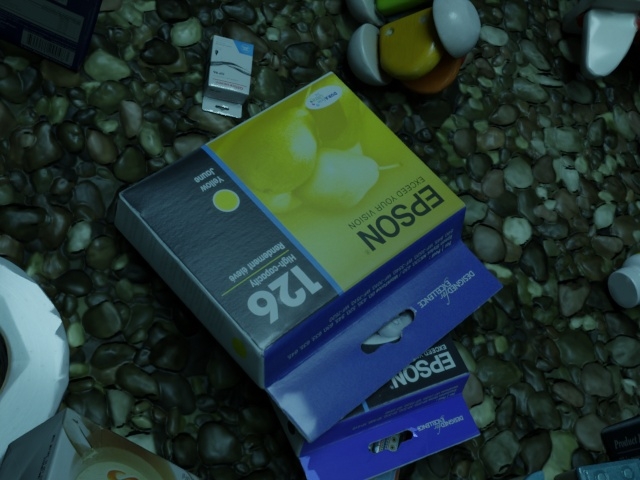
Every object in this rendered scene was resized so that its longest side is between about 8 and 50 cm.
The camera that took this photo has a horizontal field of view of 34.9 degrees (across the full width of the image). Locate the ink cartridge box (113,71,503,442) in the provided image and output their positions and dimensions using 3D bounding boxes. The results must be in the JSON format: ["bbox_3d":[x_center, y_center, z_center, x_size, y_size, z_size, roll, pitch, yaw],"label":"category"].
[{"bbox_3d":[0.000,0.000,1.057,0.304,0.072,0.307,-34,70,-31],"label":"ink cartridge box"}]

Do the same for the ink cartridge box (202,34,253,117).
[{"bbox_3d":[-0.104,-0.184,1.146,0.048,0.028,0.083,10,67,-17],"label":"ink cartridge box"}]

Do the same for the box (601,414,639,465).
[{"bbox_3d":[0.537,0.335,1.091,0.294,0.212,0.395,-11,75,-24],"label":"box"}]

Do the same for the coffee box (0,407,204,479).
[{"bbox_3d":[-0.151,0.264,0.848,0.246,0.098,0.141,37,39,-27],"label":"coffee box"}]

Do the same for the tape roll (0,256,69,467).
[{"bbox_3d":[-0.339,0.116,0.912,0.219,0.072,0.219,7,67,-18],"label":"tape roll"}]

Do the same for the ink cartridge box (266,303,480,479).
[{"bbox_3d":[0.045,0.135,1.054,0.206,0.045,0.208,-16,68,-26],"label":"ink cartridge box"}]

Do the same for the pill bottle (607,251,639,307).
[{"bbox_3d":[0.407,0.040,1.238,0.116,0.065,0.065,-21,79,-27],"label":"pill bottle"}]

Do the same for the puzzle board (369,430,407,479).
[{"bbox_3d":[0.048,0.188,1.070,0.096,0.011,0.128,20,64,-13],"label":"puzzle board"}]

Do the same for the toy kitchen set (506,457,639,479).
[{"bbox_3d":[0.284,0.334,1.042,0.166,0.122,0.207,-2,71,-22],"label":"toy kitchen set"}]

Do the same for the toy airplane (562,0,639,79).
[{"bbox_3d":[0.507,-0.275,1.321,0.386,0.272,0.384,-42,76,7],"label":"toy airplane"}]

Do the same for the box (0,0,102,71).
[{"bbox_3d":[-0.278,-0.260,0.995,0.136,0.225,0.036,24,63,-12],"label":"box"}]

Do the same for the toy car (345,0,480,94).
[{"bbox_3d":[0.122,-0.259,1.214,0.136,0.159,0.181,26,57,-51],"label":"toy car"}]
